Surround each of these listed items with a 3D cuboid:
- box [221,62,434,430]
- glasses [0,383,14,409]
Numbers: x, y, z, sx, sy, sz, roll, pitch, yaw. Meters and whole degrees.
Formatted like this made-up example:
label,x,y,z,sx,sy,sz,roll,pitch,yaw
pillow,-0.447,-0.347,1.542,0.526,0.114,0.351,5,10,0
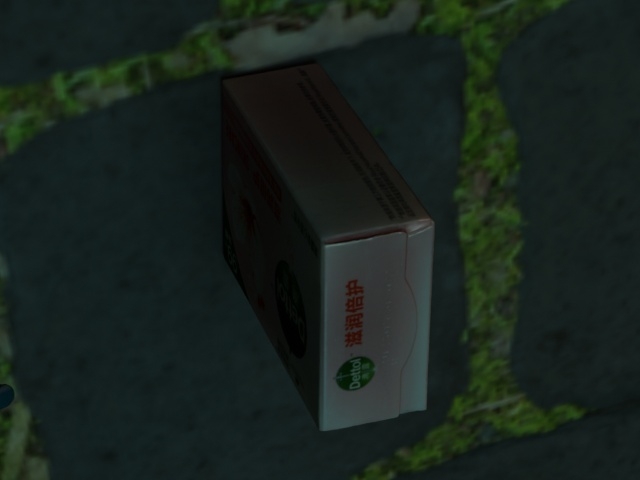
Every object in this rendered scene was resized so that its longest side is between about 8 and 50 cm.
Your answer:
label,x,y,z,sx,sy,sz,roll,pitch,yaw
box,0.000,0.000,0.687,0.043,0.125,0.089,-11,124,-16
glasses,-0.229,0.026,0.646,0.255,0.095,0.162,31,78,-35
